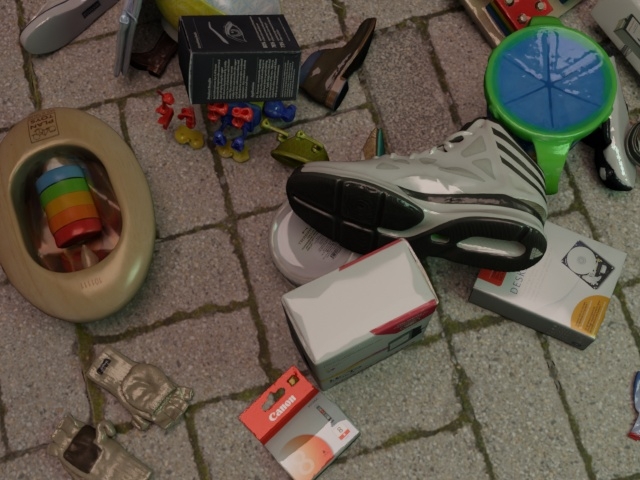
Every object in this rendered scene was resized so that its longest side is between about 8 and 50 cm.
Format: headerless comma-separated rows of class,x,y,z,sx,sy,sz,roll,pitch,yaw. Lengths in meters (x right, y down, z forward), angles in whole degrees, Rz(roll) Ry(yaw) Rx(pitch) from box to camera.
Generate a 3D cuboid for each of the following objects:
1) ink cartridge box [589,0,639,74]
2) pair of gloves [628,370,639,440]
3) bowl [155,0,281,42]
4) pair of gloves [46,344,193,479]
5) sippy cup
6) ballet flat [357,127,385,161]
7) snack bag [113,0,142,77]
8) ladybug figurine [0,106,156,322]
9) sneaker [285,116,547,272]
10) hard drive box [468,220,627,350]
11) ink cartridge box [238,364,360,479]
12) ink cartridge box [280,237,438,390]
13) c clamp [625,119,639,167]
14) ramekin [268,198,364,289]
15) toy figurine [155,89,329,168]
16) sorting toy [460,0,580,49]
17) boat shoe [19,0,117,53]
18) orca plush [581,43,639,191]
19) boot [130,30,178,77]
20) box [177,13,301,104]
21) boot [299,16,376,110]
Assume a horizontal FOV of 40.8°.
ink cartridge box,0.702,-0.416,1.699,0.198,0.115,0.273,-23,70,-23
pair of gloves,0.647,0.307,1.527,0.198,0.023,0.159,21,75,11
bowl,-0.240,-0.483,1.760,0.156,0.289,0.289,-46,69,32
pair of gloves,-0.365,0.334,1.565,0.204,0.042,0.240,22,72,14
sippy cup,0.412,-0.249,1.624,0.240,0.224,0.305,36,77,13
ballet flat,0.099,-0.124,1.684,0.067,0.073,0.206,-11,66,15
snack bag,-0.357,-0.544,1.697,0.037,0.342,0.323,11,61,-15
ladybug figurine,-0.464,-0.047,1.637,0.305,0.162,0.449,-18,71,-4
sneaker,0.178,-0.104,1.516,0.447,0.169,0.258,12,50,6
hard drive box,0.415,0.069,1.586,0.232,0.089,0.181,22,73,11
ink cartridge box,-0.039,0.331,1.546,0.145,0.045,0.179,-43,76,-11
ink cartridge box,0.065,0.135,1.468,0.226,0.306,0.131,-27,72,-6
c clamp,0.651,-0.180,1.659,0.160,0.022,0.137,28,72,-20
ramekin,0.000,0.000,1.600,0.207,0.109,0.207,-2,79,13
toy figurine,-0.119,-0.284,1.694,0.362,0.191,0.217,17,68,8
sorting toy,0.407,-0.556,1.758,0.257,0.089,0.255,-37,93,-9
boat shoe,-0.540,-0.503,1.836,0.088,0.096,0.267,41,77,19
orca plush,0.534,-0.231,1.674,0.102,0.151,0.287,-13,95,39
boot,-0.353,-0.411,1.824,0.106,0.037,0.114,28,75,6
box,-0.153,-0.339,1.601,0.207,0.108,0.153,-4,41,-14
boot,0.032,-0.382,1.767,0.106,0.082,0.219,25,76,9
